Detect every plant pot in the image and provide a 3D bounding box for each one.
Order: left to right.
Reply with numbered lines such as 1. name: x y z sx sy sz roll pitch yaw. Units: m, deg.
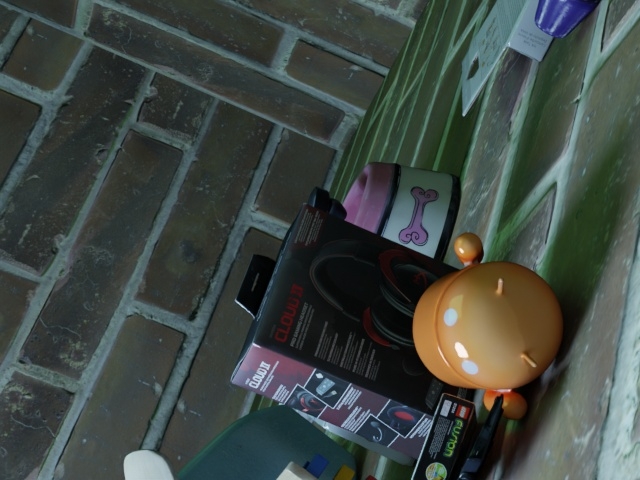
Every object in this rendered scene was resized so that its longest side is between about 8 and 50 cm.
1. plant pot: -0.082 0.398 1.822 0.252 0.247 0.248 -47 -9 -39

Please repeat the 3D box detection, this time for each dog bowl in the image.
1. dog bowl: 0.084 0.047 2.061 0.408 0.150 0.408 -156 90 -84

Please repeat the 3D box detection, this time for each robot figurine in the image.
1. robot figurine: 0.164 0.084 1.207 0.219 0.128 0.158 145 148 -80

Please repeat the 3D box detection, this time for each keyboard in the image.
1. keyboard: 0.157 0.220 1.172 0.100 0.038 0.192 -61 -12 -19

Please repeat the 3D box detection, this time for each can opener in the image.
1. can opener: 0.000 0.000 1.993 0.059 0.073 0.186 -47 28 51

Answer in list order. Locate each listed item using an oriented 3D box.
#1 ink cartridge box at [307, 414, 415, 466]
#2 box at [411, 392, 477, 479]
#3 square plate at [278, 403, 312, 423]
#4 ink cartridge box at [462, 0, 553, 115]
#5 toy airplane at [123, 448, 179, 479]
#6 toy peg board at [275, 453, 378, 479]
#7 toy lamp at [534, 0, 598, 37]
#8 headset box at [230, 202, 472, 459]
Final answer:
1. ink cartridge box: 0.062 0.232 1.602 0.072 0.127 0.175 -65 6 -6
2. box: 0.111 0.269 1.255 0.114 0.036 0.207 63 -133 -70
3. square plate: -0.032 0.320 2.599 0.347 0.049 0.344 -90 23 -77
4. ink cartridge box: 0.309 -0.338 1.899 0.296 0.066 0.261 -77 12 -64
5. toy airplane: -0.178 0.519 1.588 0.386 0.384 0.272 -61 -2 -17
6. toy peg board: 0.021 0.329 1.513 0.079 0.161 0.161 -52 -4 -34
7. toy lamp: 0.360 -0.385 1.549 0.274 0.080 0.080 -61 8 31
8. headset box: 0.041 0.105 1.452 0.110 0.293 0.218 120 172 -52
